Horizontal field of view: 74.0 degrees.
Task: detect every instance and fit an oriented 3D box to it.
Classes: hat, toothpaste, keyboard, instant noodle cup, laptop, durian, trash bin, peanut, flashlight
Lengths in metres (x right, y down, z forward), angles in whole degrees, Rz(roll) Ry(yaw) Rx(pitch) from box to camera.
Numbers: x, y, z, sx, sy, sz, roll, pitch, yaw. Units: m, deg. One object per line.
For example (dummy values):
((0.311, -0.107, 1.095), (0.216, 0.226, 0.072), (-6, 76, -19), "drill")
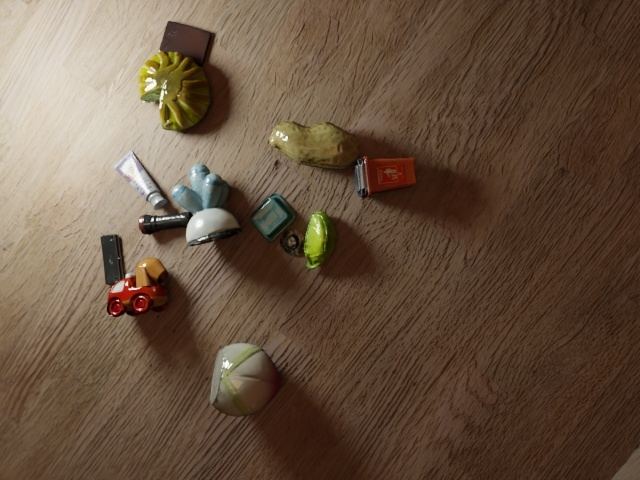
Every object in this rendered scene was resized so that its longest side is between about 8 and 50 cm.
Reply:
((-0.121, 0.011, 1.839), (0.121, 0.050, 0.121), (0, 94, 3), "hat")
((-0.800, -0.265, 1.890), (0.114, 0.073, 0.299), (-43, 80, 5), "toothpaste")
((-0.944, 0.086, 1.932), (0.093, 0.025, 0.231), (-5, 91, 7), "keyboard")
((-0.213, -0.099, 1.836), (0.179, 0.070, 0.157), (-43, 86, 6), "instant noodle cup")
((-0.594, -0.865, 1.867), (0.206, 0.026, 0.154), (17, 92, 4), "laptop")
((0.000, 0.000, 1.807), (0.139, 0.101, 0.251), (3, 93, 41), "durian")
((0.259, -0.263, 1.744), (0.238, 0.184, 0.162), (-7, 91, -5), "trash bin")
((-0.023, -0.403, 1.756), (0.386, 0.169, 0.193), (11, 80, 6), "peanut")
((-0.678, -0.083, 1.877), (0.231, 0.093, 0.093), (-8, 91, 1), "flashlight")

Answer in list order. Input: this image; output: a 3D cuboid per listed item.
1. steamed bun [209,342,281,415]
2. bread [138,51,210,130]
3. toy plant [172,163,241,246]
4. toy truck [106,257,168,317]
((-0.296, 0.581, 1.769), (0.308, 0.309, 0.310), (0, 92, 5), "steamed bun")
((-0.625, -0.645, 1.809), (0.332, 0.160, 0.334), (0, 92, 4), "bread")
((-0.482, -0.160, 1.785), (0.246, 0.247, 0.333), (-16, 88, 6), "toy plant")
((-0.790, 0.204, 1.849), (0.264, 0.189, 0.240), (-10, 81, 6), "toy truck")
